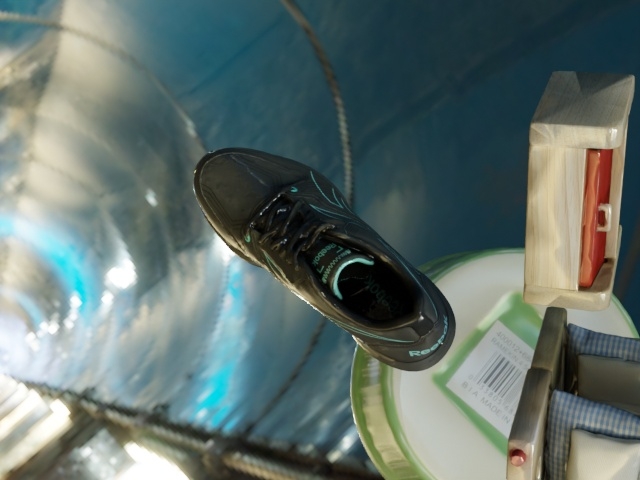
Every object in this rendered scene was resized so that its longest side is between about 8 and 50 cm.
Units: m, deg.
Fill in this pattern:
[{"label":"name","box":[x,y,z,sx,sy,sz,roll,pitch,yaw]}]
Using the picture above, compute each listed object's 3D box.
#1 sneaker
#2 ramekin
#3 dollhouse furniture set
[{"label":"sneaker","box":[0.000,0.000,1.038,0.267,0.101,0.106,36,-4,16]},{"label":"ramekin","box":[0.189,0.149,1.314,0.303,0.303,0.148,48,-10,3]},{"label":"dollhouse furniture set","box":[0.151,0.038,0.537,0.129,0.129,0.184,5,-64,16]}]
